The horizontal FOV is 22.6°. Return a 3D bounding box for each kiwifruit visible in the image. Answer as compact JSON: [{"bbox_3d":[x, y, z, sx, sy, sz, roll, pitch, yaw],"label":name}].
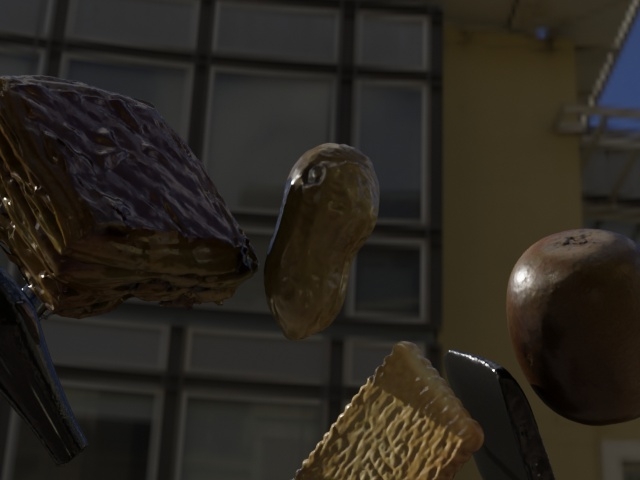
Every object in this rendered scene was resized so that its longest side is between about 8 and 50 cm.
[{"bbox_3d":[0.315,0.105,1.857,0.196,0.196,0.234,-8,-63,19],"label":"kiwifruit"}]

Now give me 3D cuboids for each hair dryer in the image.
[{"bbox_3d":[-0.348,0.104,2.159,0.120,0.359,0.303,-27,-78,30],"label":"hair dryer"}]

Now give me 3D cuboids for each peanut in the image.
[{"bbox_3d":[0.000,0.000,1.834,0.120,0.236,0.110,8,-17,26],"label":"peanut"}]

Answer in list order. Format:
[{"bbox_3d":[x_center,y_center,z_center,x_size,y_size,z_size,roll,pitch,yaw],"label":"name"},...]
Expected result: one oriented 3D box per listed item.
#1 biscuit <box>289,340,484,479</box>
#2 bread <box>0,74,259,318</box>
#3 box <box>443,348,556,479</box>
[{"bbox_3d":[0.067,0.246,1.754,0.030,0.160,0.249,9,-57,-48],"label":"biscuit"},{"bbox_3d":[-0.254,-0.038,1.818,0.167,0.277,0.324,-43,-26,23],"label":"bread"},{"bbox_3d":[0.213,0.228,1.911,0.042,0.212,0.201,-24,14,-14],"label":"box"}]
